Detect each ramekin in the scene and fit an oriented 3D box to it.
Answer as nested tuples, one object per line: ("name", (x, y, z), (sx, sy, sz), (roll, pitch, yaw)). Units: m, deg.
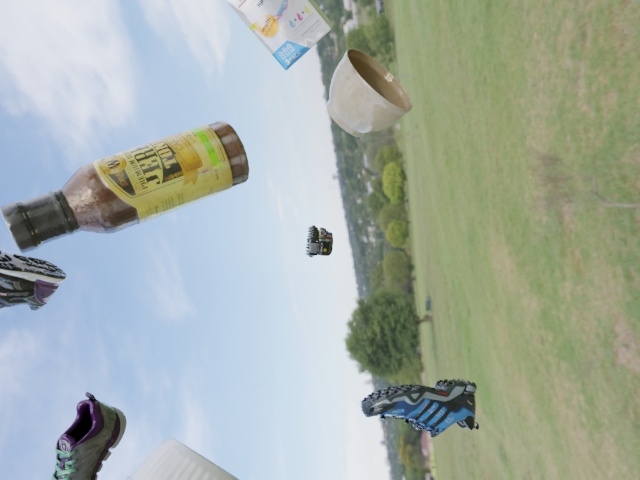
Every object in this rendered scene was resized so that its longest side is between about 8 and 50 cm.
("ramekin", (-0.238, 0.496, 1.087), (0.127, 0.273, 0.273), (-57, -26, -24))

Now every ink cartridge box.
("ink cartridge box", (-0.077, -0.387, 0.916), (0.181, 0.104, 0.061), (46, -158, -17))

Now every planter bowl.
("planter bowl", (0.080, -0.267, 1.062), (0.162, 0.109, 0.162), (30, -146, -22))

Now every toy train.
("toy train", (0.000, 0.000, 0.733), (0.158, 0.036, 0.027), (-95, 12, -83))

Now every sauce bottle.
("sauce bottle", (-0.275, -0.077, 0.819), (0.111, 0.344, 0.111), (44, 149, 36))

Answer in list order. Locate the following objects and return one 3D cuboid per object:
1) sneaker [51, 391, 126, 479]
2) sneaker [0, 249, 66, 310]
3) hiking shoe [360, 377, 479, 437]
("sneaker", (-0.381, 0.344, 0.834), (0.098, 0.083, 0.223), (66, -149, -48))
("sneaker", (-0.704, 0.091, 1.211), (0.124, 0.107, 0.283), (-57, -36, 2))
("hiking shoe", (0.250, 0.419, 1.362), (0.113, 0.304, 0.132), (137, 128, -76))
